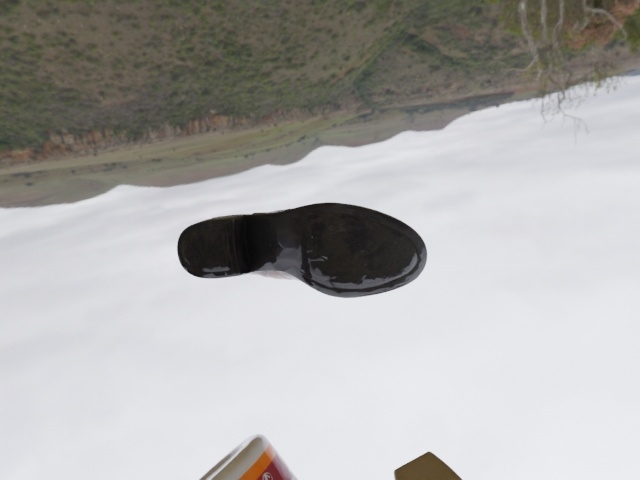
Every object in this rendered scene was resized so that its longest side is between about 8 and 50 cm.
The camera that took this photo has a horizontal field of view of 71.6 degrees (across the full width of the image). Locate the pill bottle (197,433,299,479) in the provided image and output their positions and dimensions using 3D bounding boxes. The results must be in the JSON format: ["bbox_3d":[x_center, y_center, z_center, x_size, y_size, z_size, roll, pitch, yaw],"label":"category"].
[{"bbox_3d":[-0.039,0.316,0.431,0.121,0.221,0.121,-39,172,-7],"label":"pill bottle"}]

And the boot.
[{"bbox_3d":[0.000,0.000,0.571,0.264,0.096,0.280,-7,-175,14],"label":"boot"}]

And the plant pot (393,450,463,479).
[{"bbox_3d":[0.178,0.416,0.719,0.109,0.109,0.096,-25,-151,-7],"label":"plant pot"}]
